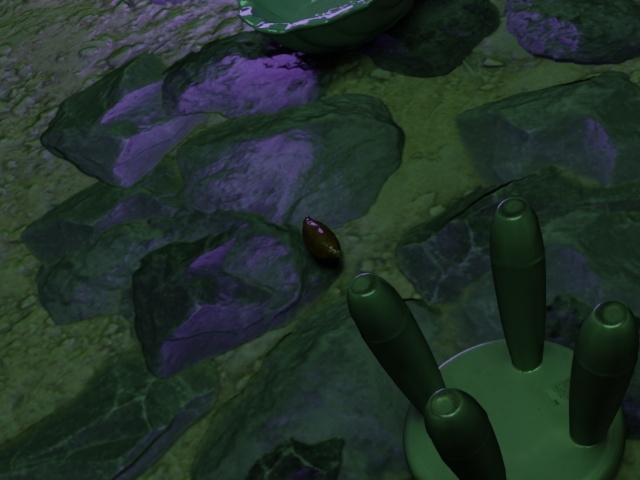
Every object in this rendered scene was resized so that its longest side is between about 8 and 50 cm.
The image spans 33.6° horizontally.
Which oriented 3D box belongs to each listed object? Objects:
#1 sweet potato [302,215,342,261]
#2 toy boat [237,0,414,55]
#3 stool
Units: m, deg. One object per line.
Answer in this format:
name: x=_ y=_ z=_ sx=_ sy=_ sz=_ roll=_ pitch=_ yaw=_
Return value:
sweet potato: x=0.000 y=0.000 z=1.159 sx=0.034 sy=0.034 sz=0.095 roll=-27 pitch=33 yaw=-7
toy boat: x=0.033 y=-0.331 z=1.424 sx=0.290 sy=0.100 sz=0.199 roll=-28 pitch=45 yaw=-7
stool: x=0.151 y=0.110 z=0.877 sx=0.195 sy=0.199 sz=0.195 roll=-26 pitch=46 yaw=-8
